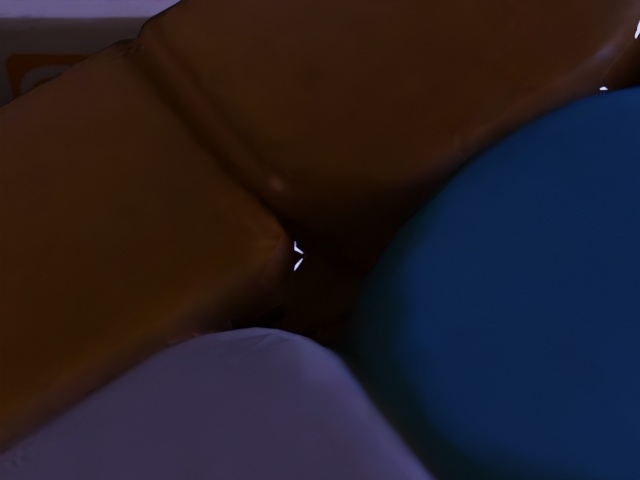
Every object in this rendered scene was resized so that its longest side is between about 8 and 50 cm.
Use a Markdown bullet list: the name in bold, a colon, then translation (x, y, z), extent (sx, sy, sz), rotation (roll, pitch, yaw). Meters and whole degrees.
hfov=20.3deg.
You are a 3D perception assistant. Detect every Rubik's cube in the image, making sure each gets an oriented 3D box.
- **Rubik's cube**: translation (0.116, 0.113, 0.477), extent (0.344, 0.346, 0.347), rotation (53, -8, 46)

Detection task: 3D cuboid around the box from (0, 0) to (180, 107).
- **box**: translation (0.000, 0.000, 0.692), extent (0.091, 0.220, 0.274), rotation (-76, 161, -49)
